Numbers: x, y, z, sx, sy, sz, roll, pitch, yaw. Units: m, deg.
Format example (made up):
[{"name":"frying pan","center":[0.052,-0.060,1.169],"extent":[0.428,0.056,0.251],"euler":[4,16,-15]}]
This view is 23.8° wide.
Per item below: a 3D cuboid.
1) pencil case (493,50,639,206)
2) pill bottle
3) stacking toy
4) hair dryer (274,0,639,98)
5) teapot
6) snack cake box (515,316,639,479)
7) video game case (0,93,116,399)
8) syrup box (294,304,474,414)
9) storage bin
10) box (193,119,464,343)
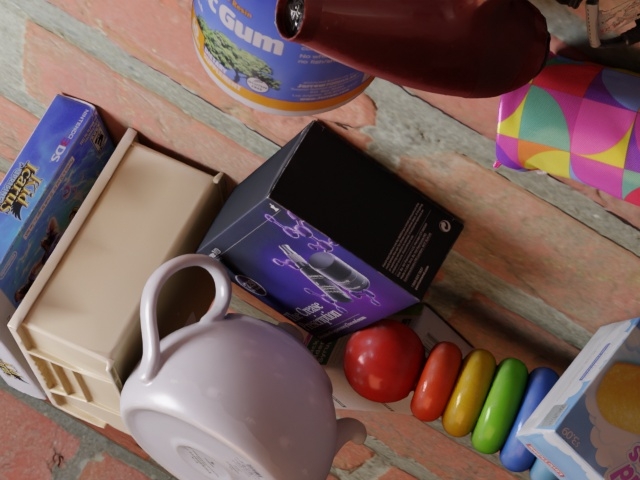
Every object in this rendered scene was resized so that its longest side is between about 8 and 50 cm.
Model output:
[{"name":"pencil case","center":[0.243,-0.070,1.110],"extent":[0.236,0.104,0.104],"euler":[19,155,27]},{"name":"pill bottle","center":[-0.006,-0.212,1.031],"extent":[0.152,0.152,0.272],"euler":[28,154,5]},{"name":"stacking toy","center":[0.180,0.174,1.602],"extent":[0.330,0.141,0.141],"euler":[20,157,6]},{"name":"hair dryer","center":[0.113,-0.173,0.934],"extent":[0.293,0.080,0.224],"euler":[-19,147,1]},{"name":"teapot","center":[-0.080,0.162,1.626],"extent":[0.252,0.187,0.256],"euler":[27,154,10]},{"name":"snack cake box","center":[0.339,0.221,1.473],"extent":[0.264,0.152,0.089],"euler":[44,159,-7]},{"name":"video game case","center":[-0.306,0.012,1.729],"extent":[0.061,0.270,0.244],"euler":[20,156,19]},{"name":"syrup box","center":[0.058,0.139,1.785],"extent":[0.096,0.093,0.237],"euler":[42,155,-28]},{"name":"storage bin","center":[-0.211,0.061,1.730],"extent":[0.123,0.262,0.260],"euler":[22,157,12]},{"name":"box","center":[0.000,0.000,1.556],"extent":[0.184,0.103,0.261],"euler":[36,157,-9]}]
